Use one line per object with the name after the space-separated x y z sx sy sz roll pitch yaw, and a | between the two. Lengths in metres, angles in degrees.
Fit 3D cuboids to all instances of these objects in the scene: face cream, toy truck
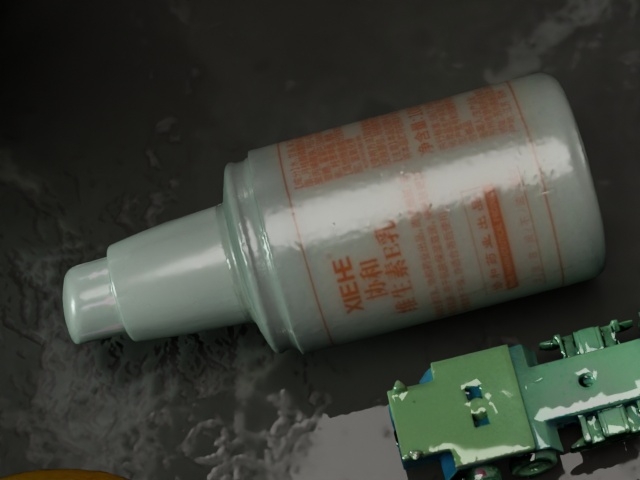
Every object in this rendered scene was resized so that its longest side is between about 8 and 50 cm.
0.000 0.000 0.876 0.252 0.101 0.101 -15 66 2 | face cream
0.116 0.060 0.844 0.175 0.081 0.067 -14 64 2 | toy truck

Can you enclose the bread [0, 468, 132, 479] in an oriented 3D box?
-0.124 0.229 0.766 0.195 0.142 0.269 14 65 26 | bread
